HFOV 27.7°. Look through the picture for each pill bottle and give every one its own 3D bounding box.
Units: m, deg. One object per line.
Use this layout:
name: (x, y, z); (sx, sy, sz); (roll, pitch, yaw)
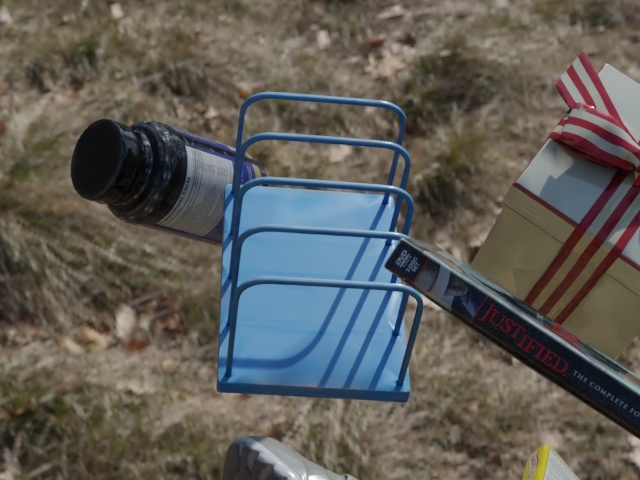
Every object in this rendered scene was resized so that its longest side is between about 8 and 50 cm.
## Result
pill bottle: (-0.175, -0.070, 1.508); (0.123, 0.219, 0.122); (-14, 70, 40)

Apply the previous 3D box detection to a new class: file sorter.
file sorter: (0.000, 0.000, 0.813); (0.118, 0.104, 0.170); (4, 46, -6)

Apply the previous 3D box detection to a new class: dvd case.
dvd case: (0.077, 0.036, 0.411); (0.119, 0.087, 0.013); (32, 95, 9)

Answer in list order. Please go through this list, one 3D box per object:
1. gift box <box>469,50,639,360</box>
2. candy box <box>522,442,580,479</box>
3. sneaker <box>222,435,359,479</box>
gift box: (0.354, -0.054, 1.566); (0.255, 0.258, 0.276); (31, 64, 6)
candy box: (0.230, 0.259, 1.010); (0.027, 0.206, 0.105); (-41, 0, 17)
sneaker: (0.037, 0.249, 1.065); (0.281, 0.105, 0.115); (33, 33, 26)
